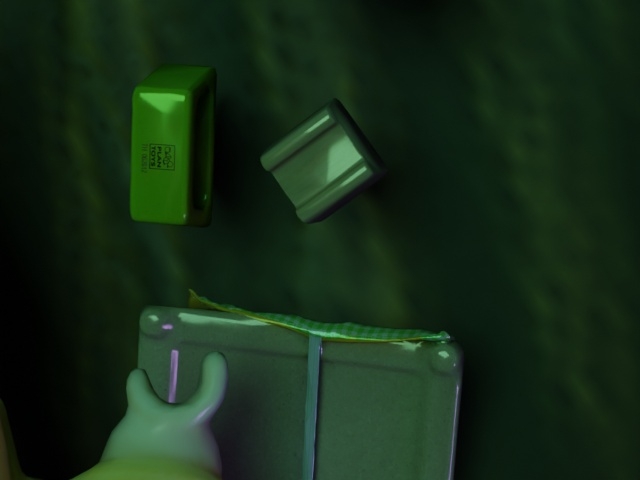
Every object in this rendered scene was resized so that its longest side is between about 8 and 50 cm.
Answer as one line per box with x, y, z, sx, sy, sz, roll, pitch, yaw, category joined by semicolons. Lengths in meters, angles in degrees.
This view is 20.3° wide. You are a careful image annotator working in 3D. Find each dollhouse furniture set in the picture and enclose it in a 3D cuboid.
0.000;0.000;0.404;0.076;0.058;0.152;6;101;13;dollhouse furniture set

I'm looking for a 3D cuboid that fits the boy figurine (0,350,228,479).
-0.093;0.077;0.363;0.177;0.092;0.285;-21;85;1;boy figurine
